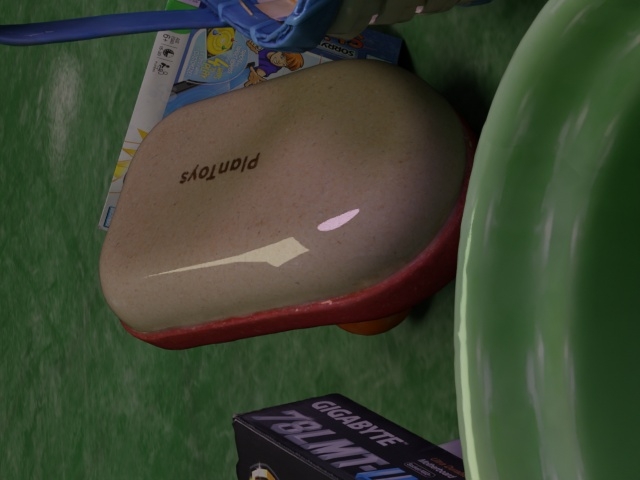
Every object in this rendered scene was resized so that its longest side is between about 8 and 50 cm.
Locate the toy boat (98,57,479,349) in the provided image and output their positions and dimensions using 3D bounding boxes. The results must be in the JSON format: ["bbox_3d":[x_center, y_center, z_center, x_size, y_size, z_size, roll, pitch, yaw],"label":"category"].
[{"bbox_3d":[0.000,0.000,1.082,0.231,0.151,0.151,-11,52,41],"label":"toy boat"}]

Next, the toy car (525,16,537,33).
[{"bbox_3d":[0.125,-0.062,0.898,0.060,0.041,0.122,116,144,-48],"label":"toy car"}]

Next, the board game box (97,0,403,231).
[{"bbox_3d":[-0.046,-0.061,1.175,0.201,0.136,0.035,113,173,-46],"label":"board game box"}]

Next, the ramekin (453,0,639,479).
[{"bbox_3d":[0.178,0.047,0.656,0.303,0.148,0.303,177,90,-67],"label":"ramekin"}]

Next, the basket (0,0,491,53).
[{"bbox_3d":[-0.031,-0.220,0.927,0.201,0.289,0.254,-133,46,-55],"label":"basket"}]

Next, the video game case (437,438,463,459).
[{"bbox_3d":[0.064,0.219,1.095,0.183,0.023,0.201,149,116,-64],"label":"video game case"}]

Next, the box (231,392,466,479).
[{"bbox_3d":[0.056,0.248,0.919,0.295,0.073,0.293,19,115,60],"label":"box"}]
